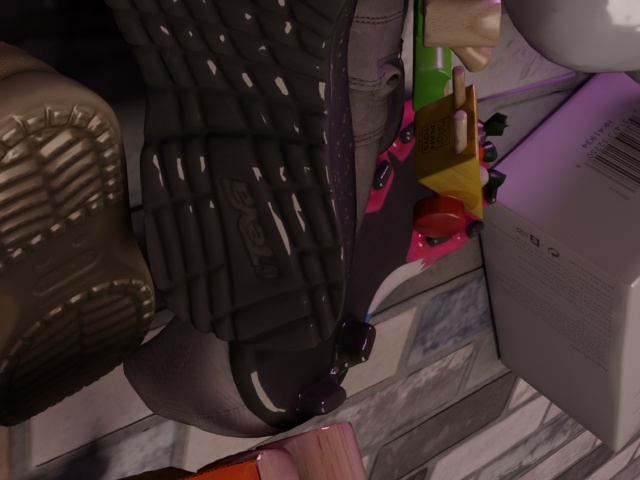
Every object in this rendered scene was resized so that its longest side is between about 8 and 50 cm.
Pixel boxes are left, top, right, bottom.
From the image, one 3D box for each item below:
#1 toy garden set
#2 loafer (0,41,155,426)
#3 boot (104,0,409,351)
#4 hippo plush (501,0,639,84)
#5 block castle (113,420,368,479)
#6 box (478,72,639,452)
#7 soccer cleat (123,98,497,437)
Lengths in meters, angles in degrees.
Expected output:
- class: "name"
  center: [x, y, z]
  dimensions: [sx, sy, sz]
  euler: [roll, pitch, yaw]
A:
- class: "toy garden set"
  center: [0.072, -0.137, 0.443]
  dimensions: [0.244, 0.049, 0.203]
  euler: [83, 9, -63]
- class: "loafer"
  center: [-0.142, 0.000, 0.442]
  dimensions: [0.102, 0.092, 0.268]
  euler: [-28, 156, -29]
- class: "boot"
  center: [-0.008, -0.141, 0.397]
  dimensions: [0.222, 0.118, 0.338]
  euler: [-68, 169, -51]
- class: "hippo plush"
  center: [0.235, -0.153, 0.652]
  dimensions: [0.234, 0.237, 0.294]
  euler: [150, -35, -82]
- class: "block castle"
  center: [-0.170, 0.245, 0.411]
  dimensions: [0.303, 0.212, 0.453]
  euler: [-24, 168, 41]
- class: "box"
  center: [0.297, 0.022, 0.916]
  dimensions: [0.215, 0.168, 0.345]
  euler: [-42, 145, -15]
- class: "soccer cleat"
  center: [0.000, 0.000, 0.610]
  dimensions: [0.331, 0.143, 0.116]
  euler: [-45, 117, -45]
